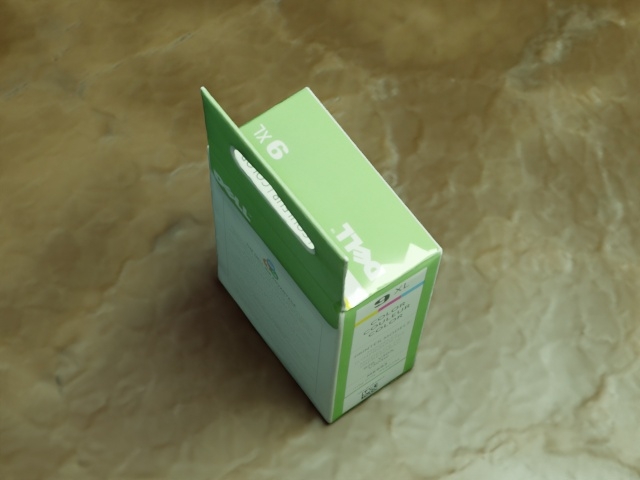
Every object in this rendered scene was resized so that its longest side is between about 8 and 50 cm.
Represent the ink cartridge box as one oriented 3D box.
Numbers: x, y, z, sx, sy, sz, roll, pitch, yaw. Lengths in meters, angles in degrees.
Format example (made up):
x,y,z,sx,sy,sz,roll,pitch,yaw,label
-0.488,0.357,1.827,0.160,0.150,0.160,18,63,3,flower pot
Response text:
x,y,z,sx,sy,sz,roll,pitch,yaw,label
0.000,0.000,0.761,0.062,0.209,0.109,-33,69,-15,ink cartridge box
